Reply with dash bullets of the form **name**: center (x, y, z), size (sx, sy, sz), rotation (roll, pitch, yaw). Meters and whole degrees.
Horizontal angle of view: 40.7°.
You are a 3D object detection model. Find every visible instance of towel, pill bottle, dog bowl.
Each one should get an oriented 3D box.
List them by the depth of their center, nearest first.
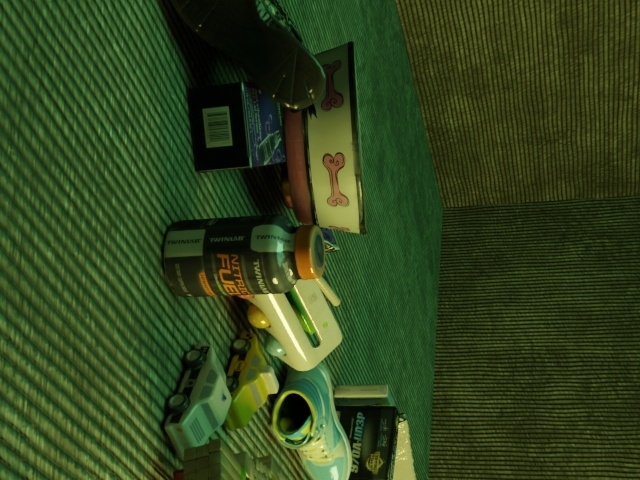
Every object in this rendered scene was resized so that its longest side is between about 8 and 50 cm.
- **pill bottle**: center (-0.118, 0.024, 1.400), size (0.130, 0.246, 0.130), rotation (-4, 90, -74)
- **dog bowl**: center (0.012, -0.211, 1.831), size (0.408, 0.150, 0.408), rotation (-4, 90, -87)
- **towel**: center (0.164, 0.602, 2.367), size (0.049, 0.187, 0.282), rotation (-91, 171, -65)

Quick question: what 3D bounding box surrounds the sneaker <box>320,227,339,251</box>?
- **sneaker**: center (0.000, 0.000, 2.178), size (0.170, 0.068, 0.071), rotation (8, 64, -82)

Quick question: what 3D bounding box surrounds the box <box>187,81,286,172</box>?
- **box**: center (-0.149, -0.209, 1.589), size (0.207, 0.108, 0.153), rotation (-29, 115, -72)

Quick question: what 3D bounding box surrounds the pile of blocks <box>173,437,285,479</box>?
- **pile of blocks**: center (-0.153, 0.426, 1.418), size (0.362, 0.113, 0.149), rotation (51, 25, -66)

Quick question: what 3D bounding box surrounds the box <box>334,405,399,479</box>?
- **box**: center (0.104, 0.526, 2.199), size (0.051, 0.175, 0.220), rotation (72, 22, -43)

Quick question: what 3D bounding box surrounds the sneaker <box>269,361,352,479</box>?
- **sneaker**: center (-0.027, 0.434, 1.867), size (0.208, 0.127, 0.319), rotation (-47, 122, -71)

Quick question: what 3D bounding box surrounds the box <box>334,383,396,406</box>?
- **box**: center (0.130, 0.454, 2.357), size (0.186, 0.145, 0.038), rotation (70, 22, -47)

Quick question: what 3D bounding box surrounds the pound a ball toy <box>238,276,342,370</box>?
- **pound a ball toy**: center (-0.068, 0.109, 1.606), size (0.136, 0.208, 0.319), rotation (-40, 127, -20)

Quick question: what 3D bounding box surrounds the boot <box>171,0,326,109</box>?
- **boot**: center (-0.146, -0.416, 1.555), size (0.377, 0.138, 0.284), rotation (43, 12, -20)

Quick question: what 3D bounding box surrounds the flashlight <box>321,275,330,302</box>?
- **flashlight**: center (-0.046, 0.096, 1.911), size (0.103, 0.103, 0.304), rotation (57, 10, 11)

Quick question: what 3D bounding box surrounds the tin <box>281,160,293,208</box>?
- **tin**: center (-0.054, -0.155, 2.037), size (0.106, 0.040, 0.189), rotation (66, 26, -42)

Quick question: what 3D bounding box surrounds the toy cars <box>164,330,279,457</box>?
- **toy cars**: center (-0.154, 0.260, 1.516), size (0.394, 0.087, 0.176), rotation (1, 86, -74)
